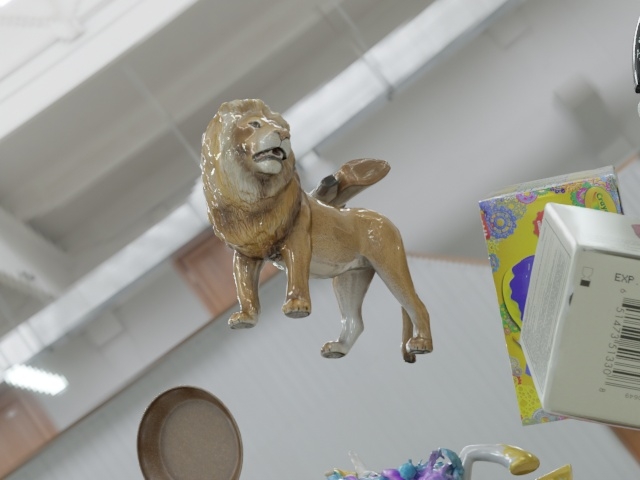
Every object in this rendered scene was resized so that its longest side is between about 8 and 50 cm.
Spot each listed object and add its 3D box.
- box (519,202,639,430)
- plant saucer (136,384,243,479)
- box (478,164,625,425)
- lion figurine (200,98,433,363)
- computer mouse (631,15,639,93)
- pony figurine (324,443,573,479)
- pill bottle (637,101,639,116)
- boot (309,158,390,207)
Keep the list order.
[{"bbox_3d":[0.260,0.063,1.243,0.232,0.126,0.149,-71,-9,-79],"label":"box"},{"bbox_3d":[-0.194,0.320,2.138,0.198,0.199,0.036,-42,-20,23],"label":"plant saucer"},{"bbox_3d":[0.331,0.063,1.829,0.177,0.290,0.279,-11,3,12],"label":"box"},{"bbox_3d":[0.000,0.000,1.641,0.142,0.240,0.392,-16,-26,31],"label":"lion figurine"},{"bbox_3d":[0.369,-0.242,1.268,0.262,0.060,0.184,-49,-14,13],"label":"computer mouse"},{"bbox_3d":[0.166,0.437,1.943,0.363,0.351,0.303,-4,-42,14],"label":"pony figurine"},{"bbox_3d":[0.524,-0.236,1.895,0.208,0.117,0.117,-51,-8,-18],"label":"pill bottle"},{"bbox_3d":[0.030,-0.063,1.847,0.118,0.042,0.087,-15,-27,-23],"label":"boot"}]
